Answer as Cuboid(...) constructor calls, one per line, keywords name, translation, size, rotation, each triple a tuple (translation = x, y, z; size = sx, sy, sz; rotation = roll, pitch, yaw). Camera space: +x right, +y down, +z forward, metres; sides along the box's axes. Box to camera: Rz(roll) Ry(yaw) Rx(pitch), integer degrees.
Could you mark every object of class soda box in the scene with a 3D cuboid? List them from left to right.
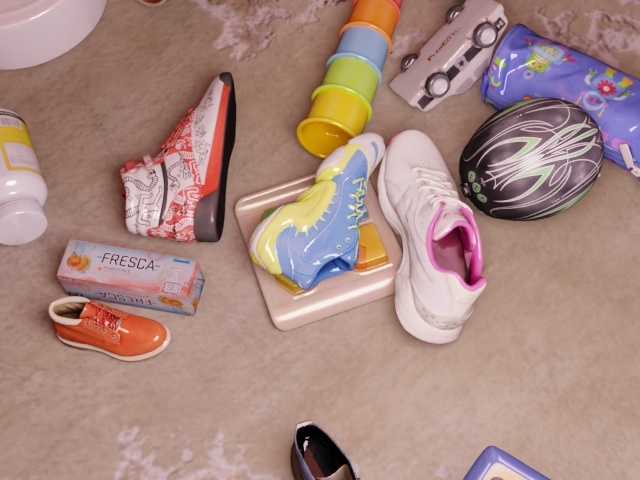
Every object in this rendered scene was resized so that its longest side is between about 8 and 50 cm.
Cuboid(name="soda box", translation=(-0.249, 0.049, 1.446), size=(0.183, 0.063, 0.058), rotation=(9, 61, 11))

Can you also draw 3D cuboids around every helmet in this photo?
Cuboid(name="helmet", translation=(0.273, -0.104, 1.396), size=(0.169, 0.161, 0.169), rotation=(8, 73, -28))

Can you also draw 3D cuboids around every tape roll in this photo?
Cuboid(name="tape roll", translation=(-0.479, -0.408, 1.714), size=(0.286, 0.100, 0.286), rotation=(-3, 59, 5))

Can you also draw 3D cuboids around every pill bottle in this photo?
Cuboid(name="pill bottle", translation=(-0.440, -0.087, 1.523), size=(0.103, 0.103, 0.184), rotation=(-22, 60, -6))

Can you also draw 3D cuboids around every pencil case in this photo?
Cuboid(name="pencil case", translation=(0.360, -0.177, 1.476), size=(0.306, 0.119, 0.133), rotation=(32, 55, 23))

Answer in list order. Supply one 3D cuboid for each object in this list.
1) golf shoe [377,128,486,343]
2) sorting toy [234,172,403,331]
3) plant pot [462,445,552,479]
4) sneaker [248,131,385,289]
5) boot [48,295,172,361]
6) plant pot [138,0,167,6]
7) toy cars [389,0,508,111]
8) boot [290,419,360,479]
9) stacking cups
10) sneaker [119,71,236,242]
Cuboid(name="golf shoe", translation=(0.152, -0.027, 1.392), size=(0.115, 0.140, 0.306), rotation=(4, 59, -21))
Cuboid(name="sorting toy", translation=(0.000, 0.000, 1.462), size=(0.193, 0.038, 0.208), rotation=(-19, 60, -5))
Cuboid(name="plant pot", translation=(0.207, 0.365, 1.130), size=(0.236, 0.212, 0.236), rotation=(30, 68, 22))
Cuboid(name="sneaker", translation=(0.025, -0.028, 1.417), size=(0.126, 0.091, 0.240), rotation=(41, 76, 15))
Cuboid(name="boot", translation=(-0.272, 0.110, 1.403), size=(0.157, 0.085, 0.059), rotation=(6, 59, 8))
Cuboid(name="plant pot", translation=(-0.195, -0.520, 1.691), size=(0.254, 0.237, 0.237), rotation=(-32, 61, -28))
Cuboid(name="toy cars", translation=(0.226, -0.342, 1.601), size=(0.176, 0.087, 0.394), rotation=(-10, 52, 45))
Cuboid(name="boot", translation=(0.016, 0.307, 1.244), size=(0.082, 0.106, 0.219), rotation=(-24, 60, -8))
Cuboid(name="stacking cups", translation=(0.059, -0.259, 1.586), size=(0.096, 0.096, 0.316), rotation=(13, 58, 13))
Cuboid(name="sneaker", translation=(-0.199, -0.123, 1.524), size=(0.145, 0.090, 0.270), rotation=(2, 63, 5))
